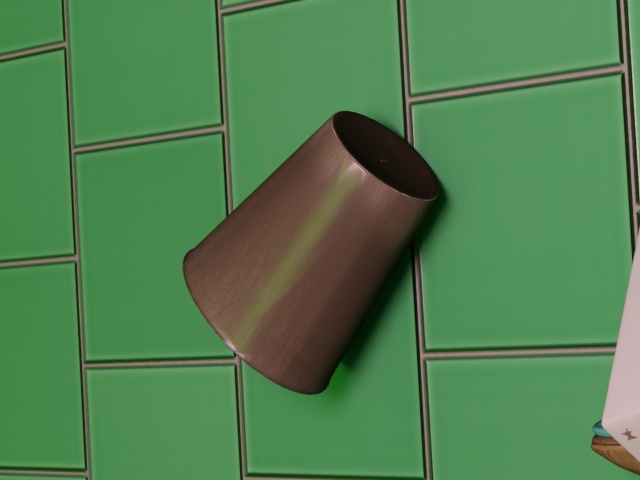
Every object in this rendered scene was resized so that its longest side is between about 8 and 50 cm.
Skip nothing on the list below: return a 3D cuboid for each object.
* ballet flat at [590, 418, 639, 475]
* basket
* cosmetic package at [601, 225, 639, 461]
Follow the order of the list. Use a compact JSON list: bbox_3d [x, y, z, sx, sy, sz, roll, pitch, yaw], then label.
[{"bbox_3d":[0.379,0.151,1.459,0.342,0.116,0.124,-28,91,34],"label":"ballet flat"},{"bbox_3d":[0.000,0.000,1.751,0.227,0.154,0.204,-51,60,25],"label":"basket"},{"bbox_3d":[0.307,0.067,1.434,0.117,0.085,0.231,-24,34,40],"label":"cosmetic package"}]
